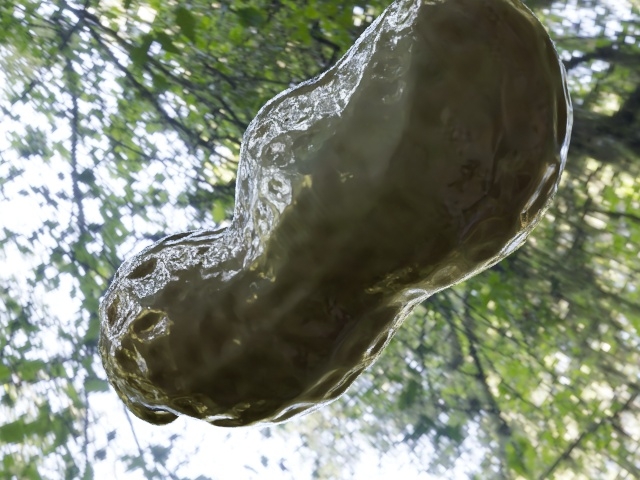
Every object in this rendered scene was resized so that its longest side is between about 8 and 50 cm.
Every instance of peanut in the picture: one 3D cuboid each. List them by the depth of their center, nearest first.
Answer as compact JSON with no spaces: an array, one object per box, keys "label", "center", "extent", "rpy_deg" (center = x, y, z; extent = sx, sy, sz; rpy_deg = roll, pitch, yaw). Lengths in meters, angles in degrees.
[{"label":"peanut","center":[-0.001,0.000,0.413],"extent":[0.228,0.104,0.086],"rpy_deg":[-44,-18,21]}]
